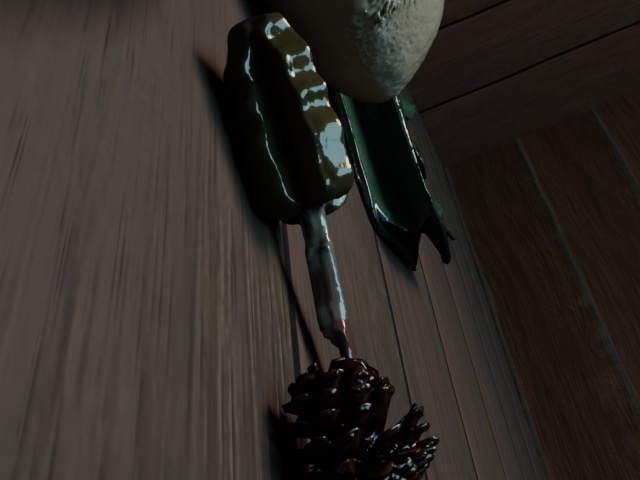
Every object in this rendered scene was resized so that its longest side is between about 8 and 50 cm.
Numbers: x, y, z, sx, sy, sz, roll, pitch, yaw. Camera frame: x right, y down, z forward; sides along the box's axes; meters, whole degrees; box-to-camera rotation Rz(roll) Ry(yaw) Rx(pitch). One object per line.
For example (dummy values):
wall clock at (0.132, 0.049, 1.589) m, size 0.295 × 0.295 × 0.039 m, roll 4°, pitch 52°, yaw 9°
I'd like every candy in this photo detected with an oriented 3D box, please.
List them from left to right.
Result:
candy at (0.034, -0.276, 0.872) m, size 0.295 × 0.185 × 0.296 m, roll -23°, pitch 90°, yaw -80°

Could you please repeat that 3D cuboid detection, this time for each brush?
brush at (0.000, 0.000, 0.557) m, size 0.084 × 0.071 × 0.301 m, roll 33°, pitch 43°, yaw -76°

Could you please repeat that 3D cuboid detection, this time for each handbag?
handbag at (0.091, -0.137, 1.128) m, size 0.238 × 0.089 × 0.327 m, roll 42°, pitch 30°, yaw -68°

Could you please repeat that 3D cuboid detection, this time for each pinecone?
pinecone at (0.015, 0.100, 0.429) m, size 0.083 × 0.077 × 0.077 m, roll 47°, pitch 5°, yaw 19°
